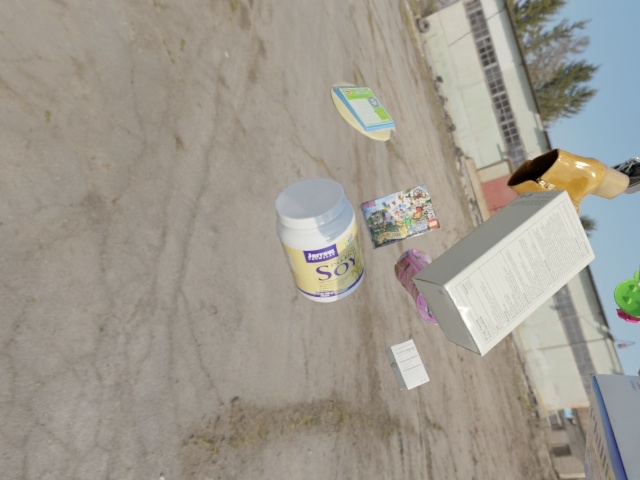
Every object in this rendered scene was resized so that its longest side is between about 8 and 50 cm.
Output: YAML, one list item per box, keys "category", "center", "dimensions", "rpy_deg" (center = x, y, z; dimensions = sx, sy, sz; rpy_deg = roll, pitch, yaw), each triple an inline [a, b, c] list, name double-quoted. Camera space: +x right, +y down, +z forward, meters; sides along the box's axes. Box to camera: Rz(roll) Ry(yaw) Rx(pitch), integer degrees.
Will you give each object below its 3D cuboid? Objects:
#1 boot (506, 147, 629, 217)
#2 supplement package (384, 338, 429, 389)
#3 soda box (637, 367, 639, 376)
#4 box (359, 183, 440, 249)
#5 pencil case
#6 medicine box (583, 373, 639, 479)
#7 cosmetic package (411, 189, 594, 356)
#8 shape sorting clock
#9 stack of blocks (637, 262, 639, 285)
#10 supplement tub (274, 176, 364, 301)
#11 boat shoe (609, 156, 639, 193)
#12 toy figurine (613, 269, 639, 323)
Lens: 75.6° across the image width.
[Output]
- category: "boot"
  center: [0.531, -0.100, 0.985]
  dimensions: [0.295, 0.211, 0.104]
  rpy_deg: [119, -17, -56]
- category: "supplement package"
  center: [0.359, 0.520, 1.733]
  dimensions: [0.105, 0.105, 0.180]
  rpy_deg: [111, -40, -68]
- category: "soda box"
  center: [0.974, 0.332, 1.138]
  dimensions: [0.098, 0.091, 0.287]
  rpy_deg: [-69, 151, -45]
- category: "box"
  center: [0.266, -0.080, 1.390]
  dimensions: [0.044, 0.232, 0.159]
  rpy_deg: [112, -40, -82]
- category: "pencil case"
  center: [0.371, 0.152, 1.461]
  dimensions: [0.386, 0.167, 0.160]
  rpy_deg: [-97, -153, -75]
- category: "medicine box"
  center: [0.586, 0.441, 0.737]
  dimensions: [0.263, 0.149, 0.290]
  rpy_deg: [-51, 134, -57]
- category: "cosmetic package"
  center: [0.348, 0.051, 0.783]
  dimensions: [0.160, 0.309, 0.113]
  rpy_deg: [60, -13, -12]
- category: "shape sorting clock"
  center: [0.112, -0.341, 1.089]
  dimensions: [0.206, 0.040, 0.206]
  rpy_deg: [21, 50, -27]
- category: "stack of blocks"
  center: [0.845, -0.005, 0.988]
  dimensions: [0.171, 0.087, 0.297]
  rpy_deg: [-55, 140, -30]
- category: "supplement tub"
  center: [0.000, 0.000, 1.270]
  dimensions: [0.241, 0.240, 0.332]
  rpy_deg: [-80, 161, -47]
- category: "boat shoe"
  center: [1.081, -0.233, 1.431]
  dimensions: [0.105, 0.113, 0.306]
  rpy_deg: [59, 20, 3]
- category: "toy figurine"
  center: [1.017, 0.195, 1.331]
  dimensions: [0.173, 0.130, 0.159]
  rpy_deg: [-57, 145, -15]
